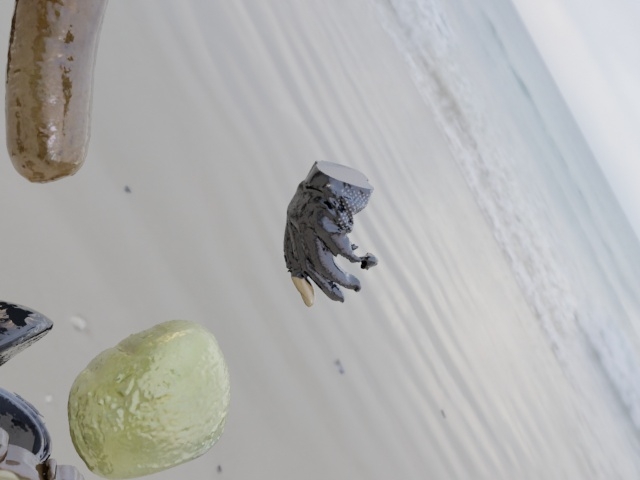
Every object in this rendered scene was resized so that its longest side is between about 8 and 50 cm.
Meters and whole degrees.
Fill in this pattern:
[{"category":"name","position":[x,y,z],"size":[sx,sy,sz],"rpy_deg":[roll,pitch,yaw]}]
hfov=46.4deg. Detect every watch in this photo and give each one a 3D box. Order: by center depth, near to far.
[{"category":"watch","position":[-0.717,0.468,1.604],"size":[0.335,0.314,0.327],"rpy_deg":[34,9,-39]}]

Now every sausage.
[{"category":"sausage","position":[-0.353,-0.318,1.031],"size":[0.136,0.500,0.123],"rpy_deg":[4,17,-40]}]

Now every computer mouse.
[{"category":"computer mouse","position":[-0.387,0.112,0.805],"size":[0.147,0.264,0.088],"rpy_deg":[-28,86,-48]}]

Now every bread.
[{"category":"bread","position":[-0.312,0.280,1.363],"size":[0.320,0.321,0.237],"rpy_deg":[-22,99,-69]}]

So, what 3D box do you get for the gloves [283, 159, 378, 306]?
[{"category":"gloves","position":[-0.001,0.001,0.908],"size":[0.106,0.180,0.129],"rpy_deg":[7,21,-39]}]
